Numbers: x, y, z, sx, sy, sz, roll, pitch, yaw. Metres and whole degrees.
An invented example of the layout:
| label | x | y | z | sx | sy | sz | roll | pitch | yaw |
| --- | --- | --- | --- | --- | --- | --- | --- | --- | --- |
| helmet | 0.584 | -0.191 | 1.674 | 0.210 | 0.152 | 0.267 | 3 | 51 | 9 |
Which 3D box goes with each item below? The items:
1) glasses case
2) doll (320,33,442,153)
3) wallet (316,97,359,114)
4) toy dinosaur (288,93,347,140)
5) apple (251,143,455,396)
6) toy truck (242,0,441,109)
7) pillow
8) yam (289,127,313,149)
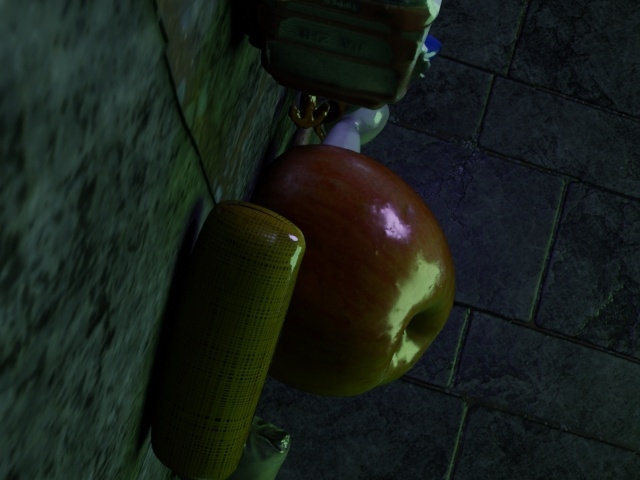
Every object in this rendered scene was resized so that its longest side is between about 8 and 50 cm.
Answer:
| label | x | y | z | sx | sy | sz | roll | pitch | yaw |
| --- | --- | --- | --- | --- | --- | --- | --- | --- | --- |
| glasses case | -0.074 | 0.080 | 0.500 | 0.064 | 0.079 | 0.234 | -58 | 167 | -63 |
| doll | 0.088 | -0.329 | 1.372 | 0.365 | 0.187 | 0.376 | -63 | -153 | 21 |
| wallet | 0.025 | -0.232 | 1.146 | 0.166 | 0.111 | 0.030 | 97 | -29 | -87 |
| toy dinosaur | 0.020 | -0.204 | 0.800 | 0.432 | 0.097 | 0.208 | 114 | -15 | -51 |
| apple | 0.033 | 0.046 | 0.832 | 0.301 | 0.302 | 0.301 | -162 | -90 | -89 |
| toy truck | 0.036 | -0.214 | 0.431 | 0.135 | 0.114 | 0.270 | 98 | 6 | -64 |
| pillow | -0.112 | 0.263 | 0.873 | 0.077 | 0.134 | 0.181 | -56 | 169 | -43 |
| yam | -0.042 | -0.112 | 1.036 | 0.027 | 0.029 | 0.234 | -31 | -149 | 43 |
